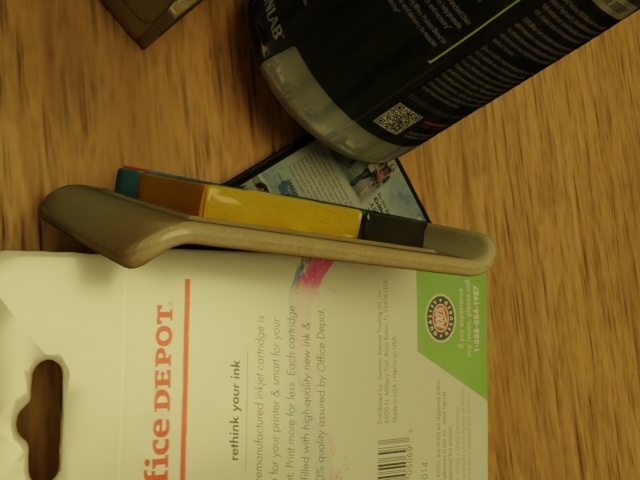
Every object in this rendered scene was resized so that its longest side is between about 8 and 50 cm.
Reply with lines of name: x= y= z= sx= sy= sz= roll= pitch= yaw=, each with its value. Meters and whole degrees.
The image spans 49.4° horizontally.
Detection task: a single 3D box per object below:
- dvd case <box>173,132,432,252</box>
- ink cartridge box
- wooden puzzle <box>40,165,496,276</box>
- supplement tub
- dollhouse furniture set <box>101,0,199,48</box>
dvd case: x=0.000 y=0.000 z=0.635 sx=0.253 sy=0.022 sz=0.180 roll=-36 pitch=102 yaw=-33
ink cartridge box: x=-0.053 y=0.112 z=0.499 sx=0.353 sy=0.119 sz=0.207 roll=4 pitch=84 yaw=-27
wooden puzzle: x=-0.040 y=-0.017 z=0.461 sx=0.238 sy=0.221 sz=0.044 roll=2 pitch=98 yaw=-33
supplement tub: x=0.119 y=-0.220 z=0.538 sx=0.207 sy=0.338 sz=0.207 roll=26 pitch=50 yaw=-36
dollhouse furniture set: x=-0.070 y=-0.327 z=0.409 sx=0.256 sy=0.394 sz=0.362 roll=49 pitch=59 yaw=-19
